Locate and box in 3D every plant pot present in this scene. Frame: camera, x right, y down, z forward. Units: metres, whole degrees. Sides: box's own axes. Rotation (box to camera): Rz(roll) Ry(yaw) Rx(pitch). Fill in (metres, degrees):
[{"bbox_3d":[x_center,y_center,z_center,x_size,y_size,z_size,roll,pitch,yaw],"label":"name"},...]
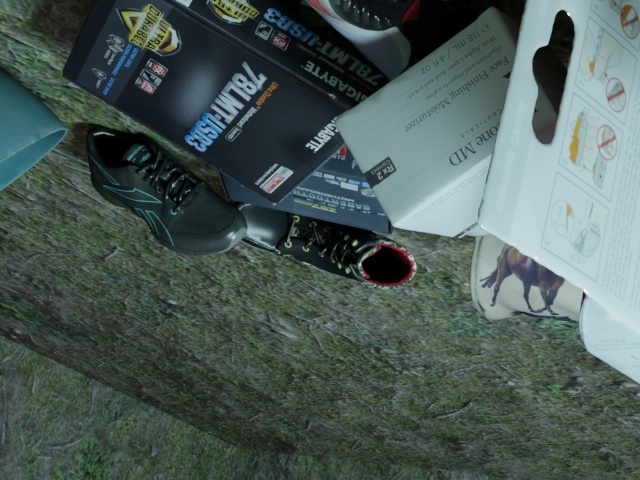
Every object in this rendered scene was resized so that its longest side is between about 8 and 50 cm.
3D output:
[{"bbox_3d":[-0.491,-0.132,1.659,0.195,0.290,0.290,54,153,-5],"label":"plant pot"}]

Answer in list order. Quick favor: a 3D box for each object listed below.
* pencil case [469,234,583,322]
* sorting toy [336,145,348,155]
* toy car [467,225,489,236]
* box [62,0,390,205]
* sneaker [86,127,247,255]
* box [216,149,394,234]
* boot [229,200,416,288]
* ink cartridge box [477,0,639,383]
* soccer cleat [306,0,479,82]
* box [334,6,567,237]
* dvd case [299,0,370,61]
[{"bbox_3d":[0.394,0.047,1.604,0.410,0.160,0.183,9,170,18],"label":"pencil case"},{"bbox_3d":[-0.017,-0.149,1.533,0.274,0.046,0.132,13,161,6],"label":"sorting toy"},{"bbox_3d":[0.146,-0.104,1.419,0.182,0.159,0.136,22,124,-37],"label":"toy car"},{"bbox_3d":[-0.110,-0.175,1.414,0.293,0.073,0.295,32,157,-11],"label":"box"},{"bbox_3d":[-0.216,-0.067,1.774,0.267,0.101,0.106,26,152,25],"label":"sneaker"},{"bbox_3d":[-0.015,-0.084,1.691,0.232,0.059,0.183,13,163,7],"label":"box"},{"bbox_3d":[0.001,-0.001,1.798,0.236,0.085,0.178,17,-177,-25],"label":"boot"},{"bbox_3d":[0.258,-0.065,1.159,0.385,0.308,0.091,30,155,-36],"label":"ink cartridge box"},{"bbox_3d":[0.056,-0.220,1.231,0.116,0.108,0.318,40,-175,30],"label":"soccer cleat"},{"bbox_3d":[0.143,-0.101,1.227,0.181,0.119,0.182,-35,163,20],"label":"box"},{"bbox_3d":[0.018,-0.211,1.382,0.087,0.013,0.119,15,160,0],"label":"dvd case"}]
